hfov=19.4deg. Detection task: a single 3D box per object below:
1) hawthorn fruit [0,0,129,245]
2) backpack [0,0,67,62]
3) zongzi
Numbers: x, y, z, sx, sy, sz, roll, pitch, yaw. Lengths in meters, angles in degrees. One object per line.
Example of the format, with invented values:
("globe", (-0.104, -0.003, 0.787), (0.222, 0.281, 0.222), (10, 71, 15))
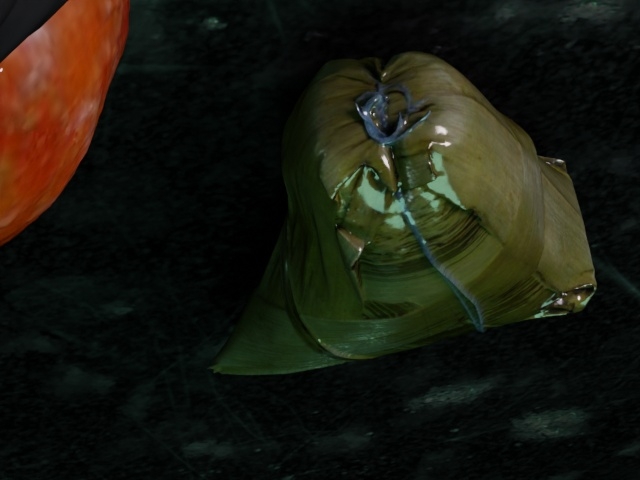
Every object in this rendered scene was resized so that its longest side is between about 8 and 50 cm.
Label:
("hawthorn fruit", (-0.208, -0.076, 0.777), (0.242, 0.242, 0.271), (4, 141, -28))
("backpack", (-0.093, -0.219, 0.473), (0.445, 0.255, 0.363), (-47, -171, -4))
("zongzi", (0.000, 0.000, 1.114), (0.274, 0.125, 0.251), (-19, 151, 19))
